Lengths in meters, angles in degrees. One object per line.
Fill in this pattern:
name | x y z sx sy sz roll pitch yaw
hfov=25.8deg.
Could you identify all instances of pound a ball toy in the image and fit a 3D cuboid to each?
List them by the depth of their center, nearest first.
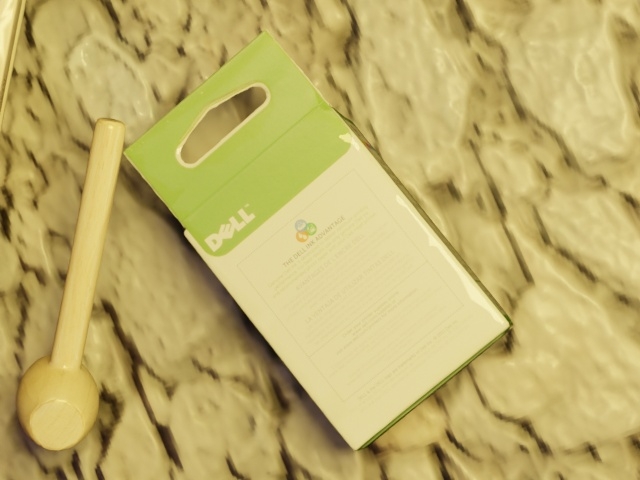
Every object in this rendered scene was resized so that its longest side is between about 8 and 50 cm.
pound a ball toy | -0.206 -0.060 0.792 0.208 0.136 0.319 10 92 -12

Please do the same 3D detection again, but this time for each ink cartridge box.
ink cartridge box | 0.000 0.000 0.775 0.109 0.062 0.209 -40 83 7
